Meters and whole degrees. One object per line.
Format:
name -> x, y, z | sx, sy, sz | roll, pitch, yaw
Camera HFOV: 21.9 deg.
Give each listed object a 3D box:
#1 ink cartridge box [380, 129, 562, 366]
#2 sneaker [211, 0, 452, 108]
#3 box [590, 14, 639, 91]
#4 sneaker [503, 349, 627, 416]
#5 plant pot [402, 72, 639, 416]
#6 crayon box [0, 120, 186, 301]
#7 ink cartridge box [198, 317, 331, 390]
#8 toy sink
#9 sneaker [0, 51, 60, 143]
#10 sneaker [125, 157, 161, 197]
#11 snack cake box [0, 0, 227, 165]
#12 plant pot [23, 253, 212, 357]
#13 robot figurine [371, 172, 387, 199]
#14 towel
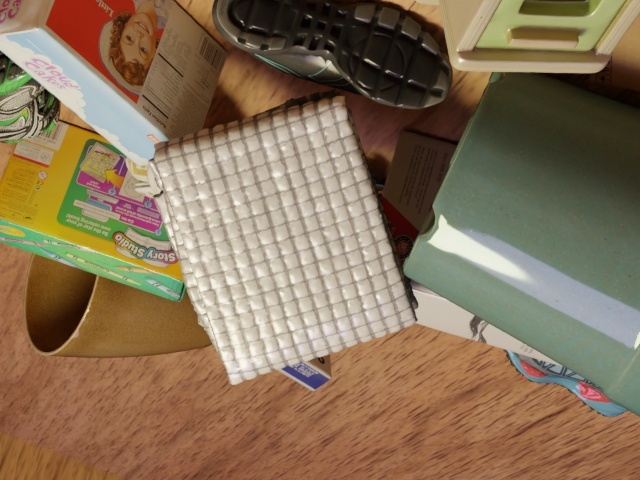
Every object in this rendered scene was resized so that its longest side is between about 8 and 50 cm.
ink cartridge box -> 0.196, 0.010, 1.963 | 0.273, 0.197, 0.114 | 16, 157, 4
sneaker -> 0.013, -0.213, 1.770 | 0.267, 0.101, 0.106 | 21, 176, -7
box -> 0.348, -0.202, 1.628 | 0.164, 0.021, 0.201 | 11, 155, 14
sneaker -> 0.366, 0.147, 2.297 | 0.262, 0.104, 0.125 | 26, 137, -27
plant pot -> 0.287, -0.011, 1.745 | 0.334, 0.341, 0.341 | 25, 156, 4
crayon box -> -0.288, -0.045, 2.205 | 0.278, 0.165, 0.081 | 19, 156, -4
ink cartridge box -> -0.079, 0.072, 2.297 | 0.045, 0.224, 0.223 | -38, 128, 27
toy sink -> 0.191, -0.230, 1.458 | 0.153, 0.131, 0.234 | 0, 154, -17
sneaker -> -0.366, -0.201, 2.004 | 0.146, 0.134, 0.343 | 20, 165, -23
sneaker -> -0.182, -0.078, 2.050 | 0.169, 0.108, 0.292 | 10, 180, 22
snack cake box -> -0.230, -0.214, 1.825 | 0.089, 0.152, 0.264 | -3, 148, 38
plant pot -> -0.267, 0.077, 2.413 | 0.254, 0.237, 0.237 | 17, 159, -33
robot figurine -> 0.000, 0.000, 2.129 | 0.211, 0.085, 0.291 | -18, 163, -7
towel -> -0.040, -0.010, 1.819 | 0.235, 0.121, 0.283 | -18, 104, 8
